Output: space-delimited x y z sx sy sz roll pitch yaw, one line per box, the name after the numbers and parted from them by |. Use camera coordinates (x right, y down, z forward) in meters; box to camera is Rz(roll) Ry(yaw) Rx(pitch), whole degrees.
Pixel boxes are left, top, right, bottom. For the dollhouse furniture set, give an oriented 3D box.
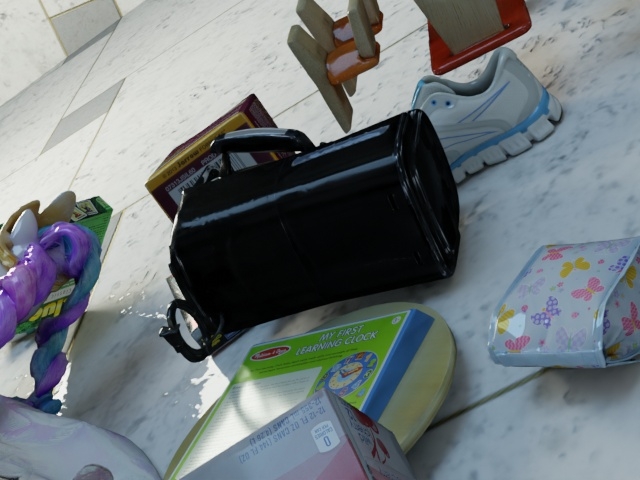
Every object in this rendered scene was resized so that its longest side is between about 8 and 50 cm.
0.127 -0.205 0.927 0.262 0.135 0.259 -24 26 17 | dollhouse furniture set

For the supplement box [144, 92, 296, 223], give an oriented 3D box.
-0.083 -0.064 0.987 0.104 0.081 0.188 -35 11 7 | supplement box

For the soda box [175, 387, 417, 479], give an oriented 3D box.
-0.072 0.180 0.518 0.263 0.092 0.083 -34 58 9 | soda box

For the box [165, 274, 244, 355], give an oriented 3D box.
-0.074 0.034 0.903 0.094 0.027 0.137 -36 23 -3 | box

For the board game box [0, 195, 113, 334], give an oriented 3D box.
-0.306 0.046 0.977 0.259 0.030 0.136 -21 -37 -48 | board game box

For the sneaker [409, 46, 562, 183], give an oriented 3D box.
0.081 -0.078 0.829 0.190 0.083 0.071 -35 25 8 | sneaker

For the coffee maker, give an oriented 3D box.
0.000 0.000 0.749 0.178 0.120 0.171 -16 50 22 | coffee maker

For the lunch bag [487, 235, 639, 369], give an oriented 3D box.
0.134 0.040 0.572 0.071 0.053 0.083 -9 26 44 | lunch bag

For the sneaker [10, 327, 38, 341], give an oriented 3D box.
-0.338 0.075 1.160 0.161 0.057 0.075 -6 32 45 | sneaker

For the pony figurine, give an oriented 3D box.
-0.292 0.129 0.788 0.363 0.302 0.351 -52 15 3 | pony figurine

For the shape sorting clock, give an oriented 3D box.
-0.009 0.108 0.657 0.206 0.040 0.206 -31 23 15 | shape sorting clock
